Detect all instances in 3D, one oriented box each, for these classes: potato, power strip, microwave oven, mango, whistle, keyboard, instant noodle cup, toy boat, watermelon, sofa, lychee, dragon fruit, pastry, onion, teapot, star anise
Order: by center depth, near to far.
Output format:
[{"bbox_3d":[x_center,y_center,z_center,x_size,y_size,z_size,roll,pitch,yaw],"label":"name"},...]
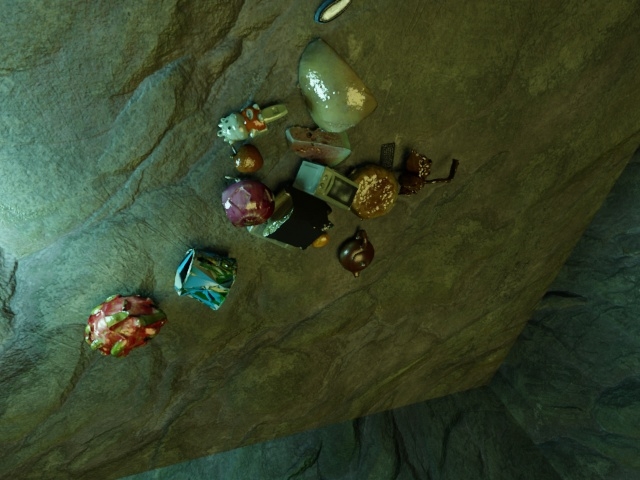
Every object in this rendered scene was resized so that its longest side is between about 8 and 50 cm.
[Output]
[{"bbox_3d":[0.040,-0.744,1.384,0.137,0.061,0.060,-35,125,14],"label":"toy boat"},{"bbox_3d":[0.029,-0.510,1.475,0.211,0.189,0.264,-40,132,8],"label":"potato"},{"bbox_3d":[-0.234,-0.408,1.482,0.253,0.106,0.102,-20,108,-3],"label":"whistle"},{"bbox_3d":[-0.271,-0.304,1.560,0.114,0.140,0.101,-62,166,2],"label":"lychee"},{"bbox_3d":[-0.259,-0.139,1.622,0.200,0.201,0.207,-20,135,-10],"label":"onion"},{"bbox_3d":[-0.022,-0.363,1.645,0.241,0.095,0.154,10,149,-27],"label":"watermelon"},{"bbox_3d":[0.025,-0.220,1.689,0.205,0.163,0.129,21,96,-44],"label":"microwave oven"},{"bbox_3d":[-0.772,0.335,1.727,0.302,0.231,0.237,-16,120,-28],"label":"dragon fruit"},{"bbox_3d":[-0.467,0.143,1.738,0.178,0.240,0.240,25,112,-29],"label":"instant noodle cup"},{"bbox_3d":[-0.101,-0.104,1.777,0.258,0.182,0.200,20,131,-39],"label":"sofa"},{"bbox_3d":[-0.195,-0.032,1.834,0.272,0.052,0.078,25,112,-38],"label":"power strip"},{"bbox_3d":[0.211,-0.212,1.845,0.235,0.121,0.257,-40,124,3],"label":"pastry"},{"bbox_3d":[0.285,-0.323,1.868,0.067,0.011,0.202,-12,129,-16],"label":"keyboard"},{"bbox_3d":[0.456,-0.296,1.877,0.346,0.148,0.237,-18,133,-22],"label":"star anise"},{"bbox_3d":[0.000,0.000,1.963,0.089,0.046,0.060,-29,132,15],"label":"mango"},{"bbox_3d":[0.185,0.064,2.043,0.178,0.135,0.252,-8,130,-25],"label":"teapot"}]
